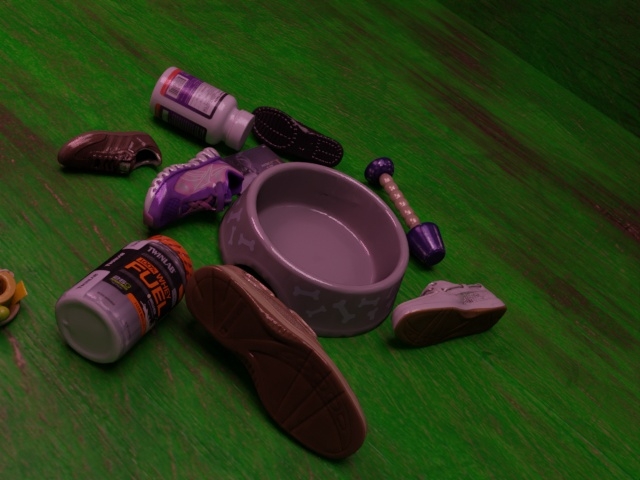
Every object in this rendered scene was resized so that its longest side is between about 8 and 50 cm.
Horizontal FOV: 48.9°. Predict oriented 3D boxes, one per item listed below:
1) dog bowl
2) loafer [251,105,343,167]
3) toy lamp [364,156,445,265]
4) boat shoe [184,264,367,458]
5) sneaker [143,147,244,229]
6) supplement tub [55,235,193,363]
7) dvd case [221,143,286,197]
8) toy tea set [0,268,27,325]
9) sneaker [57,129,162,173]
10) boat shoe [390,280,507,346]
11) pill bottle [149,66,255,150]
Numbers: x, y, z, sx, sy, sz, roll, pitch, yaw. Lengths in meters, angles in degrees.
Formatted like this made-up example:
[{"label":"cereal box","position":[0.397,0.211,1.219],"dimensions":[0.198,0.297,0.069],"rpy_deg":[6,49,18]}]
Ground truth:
[{"label":"dog bowl","position":[0.000,0.000,1.242],"dimensions":[0.348,0.102,0.349],"rpy_deg":[17,41,-16]},{"label":"loafer","position":[-0.053,-0.215,1.513],"dimensions":[0.220,0.080,0.078],"rpy_deg":[29,5,4]},{"label":"toy lamp","position":[0.174,-0.060,1.454],"dimensions":[0.080,0.080,0.275],"rpy_deg":[0,43,-31]},{"label":"boat shoe","position":[-0.049,0.161,1.028],"dimensions":[0.341,0.121,0.110],"rpy_deg":[49,19,9]},{"label":"sneaker","position":[-0.213,-0.083,1.229],"dimensions":[0.104,0.095,0.236],"rpy_deg":[29,37,12]},{"label":"supplement tub","position":[-0.270,0.076,1.000],"dimensions":[0.117,0.117,0.190],"rpy_deg":[32,38,6]},{"label":"dvd case","position":[-0.093,-0.104,1.393],"dimensions":[0.221,0.018,0.164],"rpy_deg":[42,41,18]},{"label":"toy tea set","position":[-0.535,-0.023,0.951],"dimensions":[0.200,0.124,0.336],"rpy_deg":[-10,51,-38]},{"label":"sneaker","position":[-0.366,-0.152,1.249],"dimensions":[0.188,0.066,0.071],"rpy_deg":[-19,58,-43]},{"label":"boat shoe","position":[0.214,0.119,1.258],"dimensions":[0.277,0.098,0.096],"rpy_deg":[2,43,-42]},{"label":"pill bottle","position":[-0.234,-0.259,1.416],"dimensions":[0.193,0.108,0.108],"rpy_deg":[28,38,0]}]
